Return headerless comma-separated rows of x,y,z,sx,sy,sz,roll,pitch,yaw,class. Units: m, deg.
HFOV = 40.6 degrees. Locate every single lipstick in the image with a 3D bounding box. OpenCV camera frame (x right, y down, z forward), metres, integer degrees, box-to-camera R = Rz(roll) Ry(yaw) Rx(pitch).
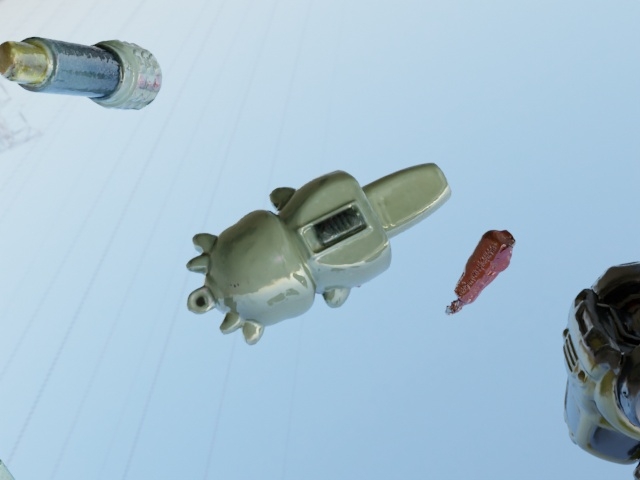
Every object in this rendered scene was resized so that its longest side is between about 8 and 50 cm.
-0.117,-0.081,0.412,0.037,0.037,0.116,-17,-178,19,lipstick

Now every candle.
0.223,0.054,1.229,0.162,0.053,0.048,-63,179,36,candle

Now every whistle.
0.000,-0.001,0.733,0.253,0.101,0.106,-28,-155,-16,whistle

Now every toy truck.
0.276,0.128,0.638,0.225,0.165,0.147,17,-153,-6,toy truck

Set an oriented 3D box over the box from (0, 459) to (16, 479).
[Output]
-0.313,0.311,0.699,0.042,0.162,0.229,4,-142,39,box
